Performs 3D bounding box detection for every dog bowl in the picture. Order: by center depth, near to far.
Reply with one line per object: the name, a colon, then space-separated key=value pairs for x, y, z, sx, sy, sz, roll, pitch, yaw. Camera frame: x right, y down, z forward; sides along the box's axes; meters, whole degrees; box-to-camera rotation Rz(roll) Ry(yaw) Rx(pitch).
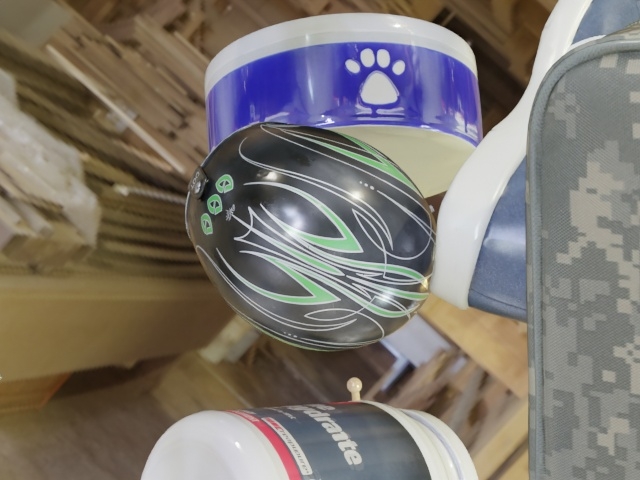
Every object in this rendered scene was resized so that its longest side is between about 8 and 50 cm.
dog bowl: x=0.022 y=-0.112 z=0.980 sx=0.265 sy=0.265 sz=0.104 roll=32 pitch=51 yaw=-67

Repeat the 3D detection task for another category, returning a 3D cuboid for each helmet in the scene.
helmet: x=0.000 y=0.000 z=0.727 sx=0.161 sy=0.169 sz=0.169 roll=35 pitch=-1 yaw=37

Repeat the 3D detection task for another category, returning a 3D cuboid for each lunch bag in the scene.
lunch bag: x=0.238 y=0.029 z=0.515 sx=0.212 sy=0.305 sz=0.256 roll=5 pitch=18 yaw=33

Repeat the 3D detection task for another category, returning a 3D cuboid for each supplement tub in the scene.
supplement tub: x=-0.006 y=0.240 z=0.899 sx=0.272 sy=0.191 sz=0.191 roll=5 pitch=31 yaw=-44

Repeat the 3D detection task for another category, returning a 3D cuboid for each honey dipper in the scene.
honey dipper: x=0.049 y=0.240 z=1.223 sx=0.030 sy=0.030 sz=0.161 roll=-119 pitch=-159 yaw=-76

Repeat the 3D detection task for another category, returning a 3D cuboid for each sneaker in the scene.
sneaker: x=0.209 y=-0.069 z=0.726 sx=0.148 sy=0.350 sz=0.131 roll=21 pitch=-32 yaw=18
